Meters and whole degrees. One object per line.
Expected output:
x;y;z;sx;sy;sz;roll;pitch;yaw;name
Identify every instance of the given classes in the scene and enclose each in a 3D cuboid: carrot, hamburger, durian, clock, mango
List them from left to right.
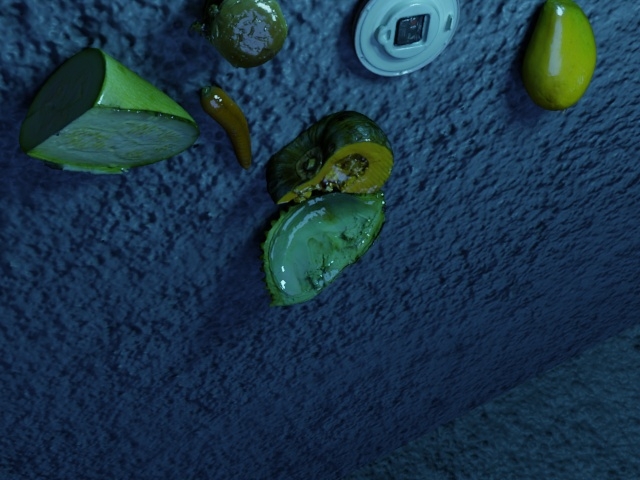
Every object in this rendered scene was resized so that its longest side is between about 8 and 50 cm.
-0.185;-0.240;1.742;0.066;0.062;0.271;-56;147;-14;carrot
-0.153;-0.402;1.514;0.185;0.131;0.159;-9;135;-13;hamburger
-0.005;-0.005;1.986;0.394;0.198;0.163;-35;139;9;durian
0.180;-0.448;1.696;0.245;0.056;0.244;-14;140;-12;clock
0.551;-0.422;1.881;0.177;0.119;0.316;-18;132;-5;mango

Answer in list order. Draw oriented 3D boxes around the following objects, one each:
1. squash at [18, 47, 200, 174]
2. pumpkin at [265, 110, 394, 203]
-0.376;-0.201;1.567;0.234;0.210;0.309;-28;138;23;squash
0.031;-0.169;1.870;0.281;0.139;0.190;-36;139;16;pumpkin
